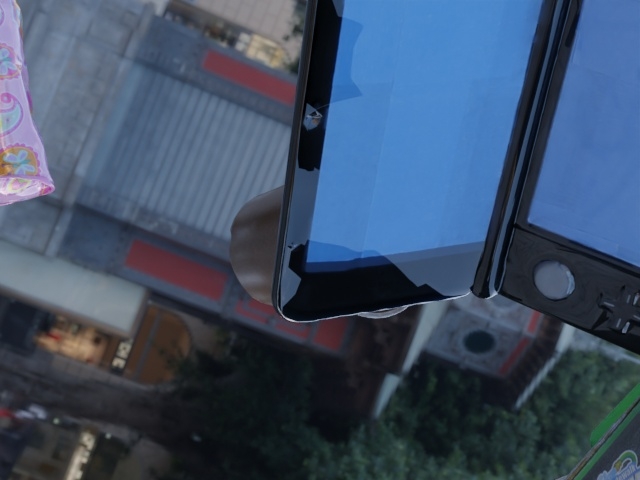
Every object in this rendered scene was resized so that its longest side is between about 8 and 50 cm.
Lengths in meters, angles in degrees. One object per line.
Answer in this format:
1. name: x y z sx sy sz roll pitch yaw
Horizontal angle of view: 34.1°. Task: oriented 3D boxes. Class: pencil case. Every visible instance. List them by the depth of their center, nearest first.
1. pencil case: -0.422 -0.179 1.325 0.124 0.124 0.284 137 -58 -68

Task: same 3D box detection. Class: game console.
1. game console: 0.132 -0.054 0.602 0.173 0.250 0.293 -34 140 -49

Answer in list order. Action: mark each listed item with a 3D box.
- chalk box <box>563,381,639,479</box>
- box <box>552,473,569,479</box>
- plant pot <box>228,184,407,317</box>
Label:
1. chalk box: 0.181 0.150 0.444 0.132 0.132 0.213 -61 -153 33
2. box: 0.180 0.295 0.792 0.191 0.381 0.143 -25 -121 17
3. plant pot: 0.000 0.000 1.065 0.165 0.167 0.167 -10 -124 51
